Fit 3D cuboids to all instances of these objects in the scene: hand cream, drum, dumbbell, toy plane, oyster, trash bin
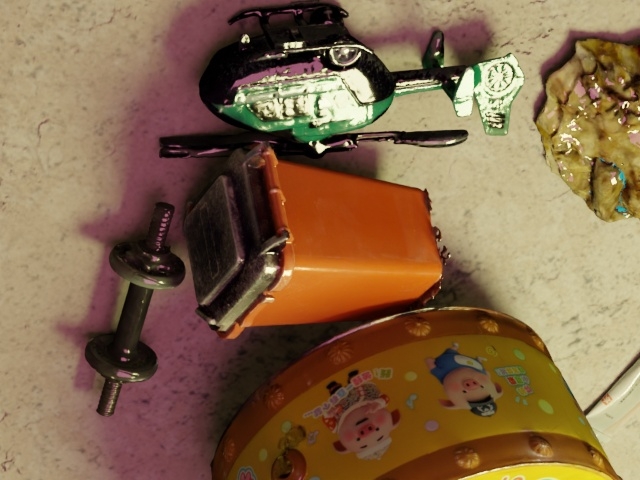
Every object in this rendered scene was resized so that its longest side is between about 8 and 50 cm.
[{"bbox_3d":[0.402,0.162,1.929,0.052,0.038,0.216,41,106,-6],"label":"hand cream"},{"bbox_3d":[0.108,0.285,1.723,0.431,0.214,0.431,-14,139,-12],"label":"drum"},{"bbox_3d":[-0.194,0.074,1.657,0.082,0.081,0.254,9,115,-22],"label":"dumbbell"},{"bbox_3d":[0.028,-0.153,1.604,0.382,0.106,0.155,-8,125,-15],"label":"toy plane"},{"bbox_3d":[0.338,-0.113,1.736,0.223,0.083,0.214,9,111,-15],"label":"oyster"},{"bbox_3d":[0.000,0.000,1.617,0.239,0.161,0.184,3,149,-28],"label":"trash bin"}]
